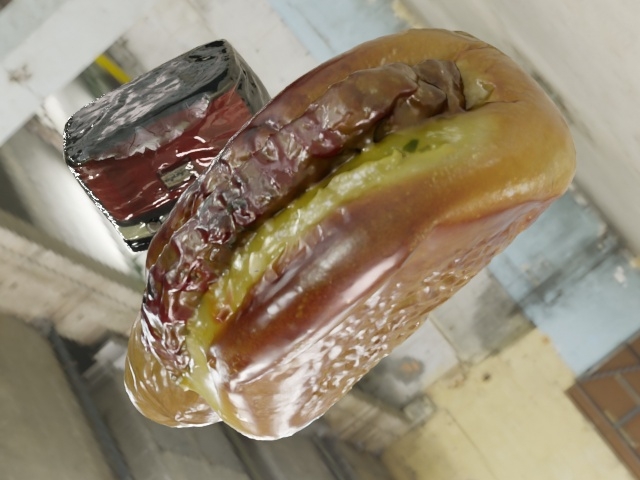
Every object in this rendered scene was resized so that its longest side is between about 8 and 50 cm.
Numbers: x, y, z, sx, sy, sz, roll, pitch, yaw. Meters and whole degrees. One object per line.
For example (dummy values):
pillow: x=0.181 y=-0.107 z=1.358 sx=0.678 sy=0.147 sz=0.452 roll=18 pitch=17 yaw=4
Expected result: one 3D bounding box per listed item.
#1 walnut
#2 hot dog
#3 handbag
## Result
walnut: x=-0.166 y=0.148 z=1.368 sx=0.195 sy=0.195 sz=0.222 roll=45 pitch=-143 yaw=-28
hot dog: x=-0.001 y=-0.001 z=0.823 sx=0.185 sy=0.405 sz=0.223 roll=54 pitch=-157 yaw=23
handbag: x=-0.167 y=-0.105 z=1.236 sx=0.181 sy=0.254 sz=0.181 roll=59 pitch=-176 yaw=-35
